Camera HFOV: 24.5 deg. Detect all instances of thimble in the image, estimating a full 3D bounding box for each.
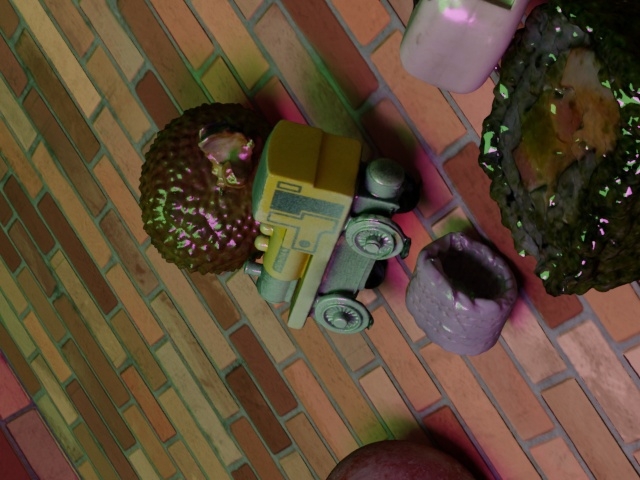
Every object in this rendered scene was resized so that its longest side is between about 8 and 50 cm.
[{"bbox_3d":[0.198,0.073,2.059,0.151,0.127,0.118,43,142,22],"label":"thimble"}]

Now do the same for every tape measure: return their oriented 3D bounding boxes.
[{"bbox_3d":[0.183,-0.318,1.682,0.130,0.265,0.258,23,147,-3],"label":"tape measure"}]

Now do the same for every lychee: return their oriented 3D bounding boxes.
[{"bbox_3d":[-0.158,-0.081,2.291,0.320,0.270,0.270,-25,95,43],"label":"lychee"}]

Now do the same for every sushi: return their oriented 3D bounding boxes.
[{"bbox_3d":[0.319,-0.125,1.659,0.352,0.178,0.294,110,142,-48],"label":"sushi"}]

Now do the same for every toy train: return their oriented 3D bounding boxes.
[{"bbox_3d":[0.000,0.000,2.156,0.237,0.150,0.369,14,140,-5],"label":"toy train"}]

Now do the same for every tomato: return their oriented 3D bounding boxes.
[{"bbox_3d":[0.128,0.471,2.329,0.317,0.282,0.316,11,115,26],"label":"tomato"}]
